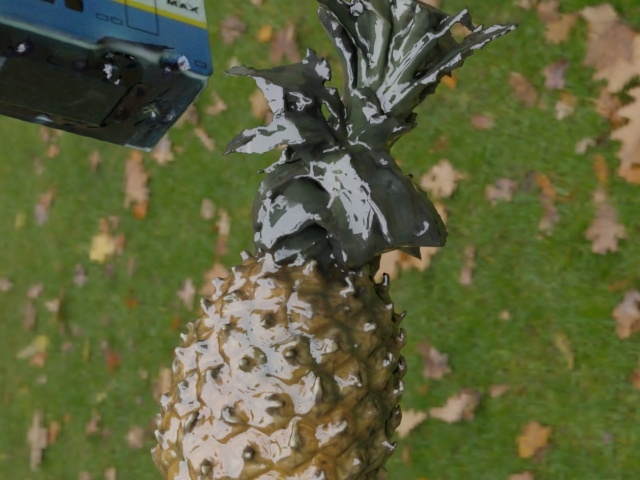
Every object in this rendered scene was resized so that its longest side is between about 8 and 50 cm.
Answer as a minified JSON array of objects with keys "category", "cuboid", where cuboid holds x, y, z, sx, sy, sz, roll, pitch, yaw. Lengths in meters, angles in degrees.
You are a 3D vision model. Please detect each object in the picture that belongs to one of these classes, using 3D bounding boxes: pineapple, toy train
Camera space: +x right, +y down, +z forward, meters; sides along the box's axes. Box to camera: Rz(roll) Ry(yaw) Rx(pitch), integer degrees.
[{"category":"pineapple","cuboid":[0.000,0.000,0.617,0.125,0.125,0.251,23,99,50]},{"category":"toy train","cuboid":[-0.148,-0.083,0.429,0.052,0.234,0.051,-44,43,44]}]
